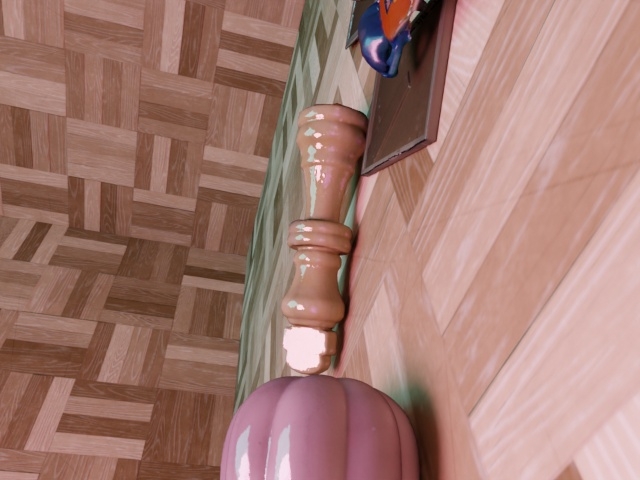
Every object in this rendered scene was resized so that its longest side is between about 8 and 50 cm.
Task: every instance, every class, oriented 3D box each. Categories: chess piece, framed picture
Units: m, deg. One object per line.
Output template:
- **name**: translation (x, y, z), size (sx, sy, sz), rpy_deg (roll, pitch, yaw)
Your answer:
- **chess piece**: translation (0.000, 0.000, 0.804), size (0.117, 0.117, 0.397), rpy_deg (146, 131, -75)
- **framed picture**: translation (0.102, -0.521, 0.974), size (0.232, 0.019, 0.296), rpy_deg (-138, 58, -77)
- **framed picture**: translation (0.104, -0.189, 0.683), size (0.250, 0.016, 0.184), rpy_deg (164, 115, -78)

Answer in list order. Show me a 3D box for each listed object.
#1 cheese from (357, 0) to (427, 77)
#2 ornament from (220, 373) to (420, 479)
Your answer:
- **cheese**: translation (0.099, -0.313, 0.513), size (0.329, 0.129, 0.217), rpy_deg (108, 161, -57)
- **ornament**: translation (-0.002, 0.207, 0.466), size (0.177, 0.177, 0.178), rpy_deg (-170, 90, -79)
